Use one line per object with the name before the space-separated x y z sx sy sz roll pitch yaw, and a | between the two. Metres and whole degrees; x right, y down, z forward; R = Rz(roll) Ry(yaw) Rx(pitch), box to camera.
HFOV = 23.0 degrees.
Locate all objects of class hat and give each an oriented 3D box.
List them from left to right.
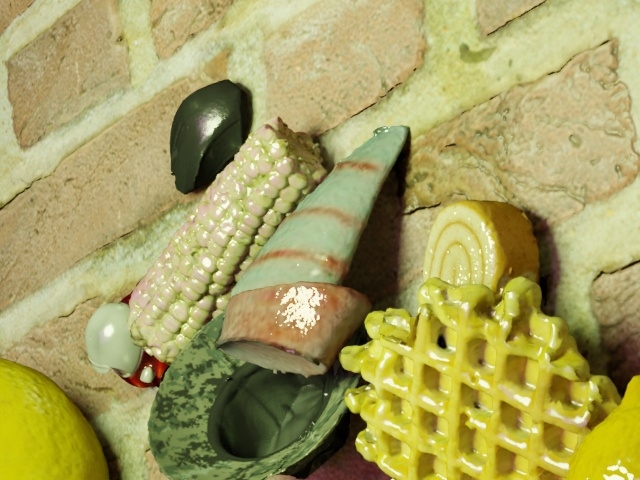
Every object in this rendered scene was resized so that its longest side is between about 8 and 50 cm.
hat | -0.042 0.178 1.651 0.266 0.128 0.265 -17 47 19

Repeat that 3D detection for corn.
corn | -0.107 0.003 1.762 0.335 0.127 0.126 -56 48 27

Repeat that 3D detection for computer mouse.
computer mouse | -0.144 -0.123 1.857 0.172 0.057 0.099 -51 50 38

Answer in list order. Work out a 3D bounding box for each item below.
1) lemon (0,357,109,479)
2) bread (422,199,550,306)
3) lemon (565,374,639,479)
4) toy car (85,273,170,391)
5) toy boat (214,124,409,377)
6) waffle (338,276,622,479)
lemon | -0.429 0.313 1.966 0.348 0.348 0.348 -5 84 50
bread | 0.152 0.035 1.484 0.122 0.073 0.149 26 113 53
lemon | 0.283 0.222 1.223 0.187 0.187 0.244 -30 72 45
toy car | -0.230 0.112 1.902 0.112 0.112 0.139 29 110 48
toy boat | 0.000 0.000 1.606 0.206 0.096 0.282 0 60 53
waffle | 0.148 0.180 1.427 0.312 0.060 0.307 -21 91 48
